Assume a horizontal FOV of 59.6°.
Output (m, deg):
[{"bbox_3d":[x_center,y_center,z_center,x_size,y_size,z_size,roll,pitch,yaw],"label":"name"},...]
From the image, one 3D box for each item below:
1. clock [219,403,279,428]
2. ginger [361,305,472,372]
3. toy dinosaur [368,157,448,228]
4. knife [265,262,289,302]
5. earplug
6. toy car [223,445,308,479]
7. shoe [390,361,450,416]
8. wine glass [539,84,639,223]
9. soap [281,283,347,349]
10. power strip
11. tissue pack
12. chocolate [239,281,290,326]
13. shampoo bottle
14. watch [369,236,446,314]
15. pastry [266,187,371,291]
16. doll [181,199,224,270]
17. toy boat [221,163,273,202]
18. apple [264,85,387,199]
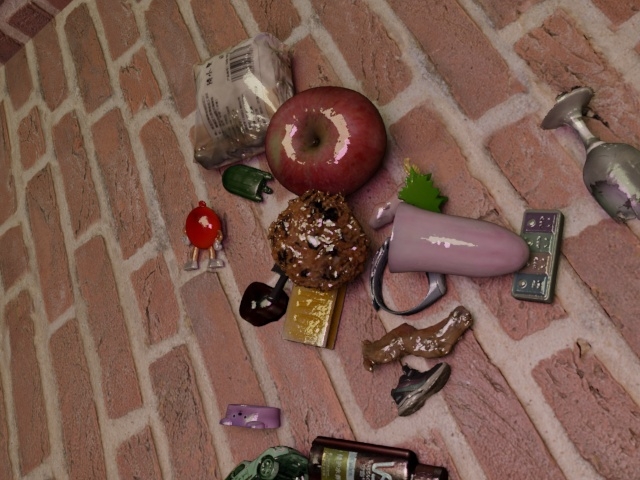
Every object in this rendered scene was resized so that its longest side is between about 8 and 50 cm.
[{"bbox_3d":[-0.190,0.467,1.489,0.153,0.110,0.050,-4,75,27],"label":"clock"},{"bbox_3d":[0.233,0.242,1.356,0.290,0.084,0.122,-22,22,18],"label":"ginger"},{"bbox_3d":[0.230,-0.097,1.463,0.194,0.152,0.177,-57,18,-9],"label":"toy dinosaur"},{"bbox_3d":[-0.102,0.074,1.584,0.060,0.028,0.230,20,60,15],"label":"knife"},{"bbox_3d":[0.320,0.015,1.281,0.302,0.172,0.172,9,78,17],"label":"earplug"},{"bbox_3d":[-0.163,0.620,1.415,0.306,0.136,0.125,-47,37,6],"label":"toy car"},{"bbox_3d":[0.227,0.334,1.333,0.169,0.071,0.099,-47,52,8],"label":"shoe"},{"bbox_3d":[0.629,-0.189,1.243,0.143,0.143,0.321,-33,61,16],"label":"wine glass"},{"bbox_3d":[-0.012,0.168,1.513,0.140,0.073,0.231,7,76,26],"label":"soap"},{"bbox_3d":[0.479,0.034,1.304,0.145,0.061,0.215,5,75,37],"label":"power strip"},{"bbox_3d":[-0.251,-0.442,1.780,0.390,0.195,0.375,-11,75,26],"label":"tissue pack"},{"bbox_3d":[-0.167,0.170,1.595,0.149,0.080,0.125,-21,65,23],"label":"chocolate"},{"bbox_3d":[0.129,0.542,1.305,0.323,0.084,0.129,0,76,28],"label":"shampoo bottle"},{"bbox_3d":[0.213,0.086,1.423,0.193,0.068,0.206,-17,68,22],"label":"watch"},{"bbox_3d":[0.000,0.000,1.431,0.275,0.193,0.274,4,105,17],"label":"pastry"},{"bbox_3d":[-0.375,-0.016,1.774,0.183,0.085,0.217,-5,88,29],"label":"doll"},{"bbox_3d":[-0.238,-0.186,1.770,0.210,0.052,0.104,20,86,34],"label":"toy boat"},{"bbox_3d":[0.022,-0.259,1.536,0.345,0.269,0.344,-1,88,25],"label":"apple"}]
